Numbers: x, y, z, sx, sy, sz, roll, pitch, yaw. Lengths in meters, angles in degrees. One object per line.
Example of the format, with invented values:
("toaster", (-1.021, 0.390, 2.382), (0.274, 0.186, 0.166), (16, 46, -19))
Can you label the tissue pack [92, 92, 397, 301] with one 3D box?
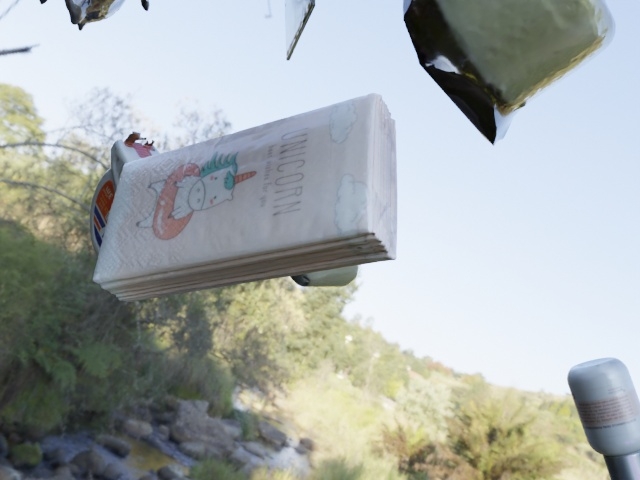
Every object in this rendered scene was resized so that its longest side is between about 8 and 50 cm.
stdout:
("tissue pack", (-0.082, -0.039, 0.641), (0.326, 0.170, 0.071), (-10, -34, 26))

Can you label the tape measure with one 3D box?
("tape measure", (-0.390, -0.054, 1.324), (0.130, 0.265, 0.258), (0, 47, -50))

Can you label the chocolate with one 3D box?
("chocolate", (0.330, -0.384, 0.996), (0.297, 0.325, 0.314), (-22, -45, 40))

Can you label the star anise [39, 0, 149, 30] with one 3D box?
("star anise", (-0.309, -0.446, 0.913), (0.360, 0.315, 0.139), (12, -38, 25))

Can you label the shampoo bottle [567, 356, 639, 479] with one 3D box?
("shampoo bottle", (0.366, 0.242, 0.745), (0.074, 0.191, 0.074), (-17, -9, -3))

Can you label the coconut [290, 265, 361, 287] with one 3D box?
("coconut", (0.000, 0.000, 1.249), (0.202, 0.222, 0.202), (17, -43, 16))

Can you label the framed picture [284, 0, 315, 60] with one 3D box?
("framed picture", (-0.041, -0.448, 1.095), (0.010, 0.172, 0.231), (0, -5, -13))
